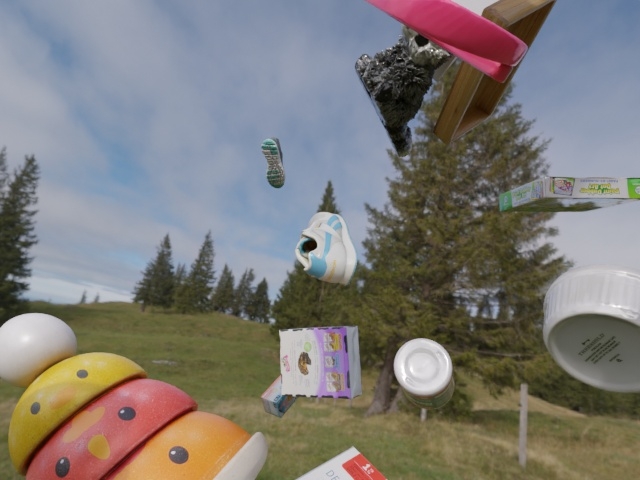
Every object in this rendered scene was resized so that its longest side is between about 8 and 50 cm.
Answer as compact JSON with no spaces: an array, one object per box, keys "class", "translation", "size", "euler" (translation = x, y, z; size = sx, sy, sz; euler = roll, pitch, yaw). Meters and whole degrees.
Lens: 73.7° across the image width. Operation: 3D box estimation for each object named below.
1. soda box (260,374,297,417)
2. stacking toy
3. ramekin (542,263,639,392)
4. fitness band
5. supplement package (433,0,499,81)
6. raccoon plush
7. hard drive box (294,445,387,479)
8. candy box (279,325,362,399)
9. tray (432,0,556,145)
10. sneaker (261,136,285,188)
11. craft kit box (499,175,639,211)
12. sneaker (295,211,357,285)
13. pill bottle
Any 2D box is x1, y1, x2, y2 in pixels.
[{"class":"soda box","translation":[-0.088,0.420,1.235],"size":[0.062,0.058,0.183],"euler":[4,28,35]},{"class":"stacking toy","translation":[-0.354,0.303,0.665],"size":[0.479,0.351,0.351],"euler":[41,-10,11]},{"class":"ramekin","translation":[0.605,0.196,0.895],"size":[0.272,0.127,0.273],"euler":[23,-45,26]},{"class":"fitness band","translation":[0.167,-0.311,0.606],"size":[0.208,0.291,0.054],"euler":[16,-60,-25]},{"class":"supplement package","translation":[0.416,-0.696,1.356],"size":[0.177,0.293,0.175],"euler":[39,-19,2]},{"class":"raccoon plush","translation":[0.293,-0.481,1.293],"size":[0.299,0.216,0.446],"euler":[-29,-23,11]},{"class":"hard drive box","translation":[0.015,0.450,0.646],"size":[0.232,0.089,0.181],"euler":[-12,21,-34]},{"class":"candy box","translation":[-0.003,0.300,1.061],"size":[0.196,0.165,0.070],"euler":[-9,-12,29]},{"class":"tray","translation":[0.453,-0.459,1.160],"size":[0.076,0.202,0.411],"euler":[50,-19,20]},{"class":"sneaker","translation":[-0.137,-0.246,1.342],"size":[0.064,0.076,0.167],"euler":[4,-57,13]},{"class":"craft kit box","translation":[0.631,-0.114,1.096],"size":[0.246,0.061,0.250],"euler":[3,-4,1]},{"class":"sneaker","translation":[0.000,0.000,0.821],"size":[0.092,0.088,0.229],"euler":[13,21,-17]},{"class":"pill bottle","translation":[0.213,0.277,0.857],"size":[0.107,0.108,0.180],"euler":[3,-31,22]}]
